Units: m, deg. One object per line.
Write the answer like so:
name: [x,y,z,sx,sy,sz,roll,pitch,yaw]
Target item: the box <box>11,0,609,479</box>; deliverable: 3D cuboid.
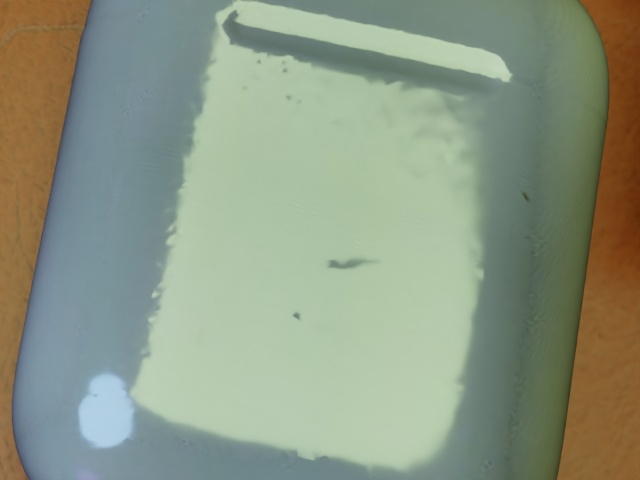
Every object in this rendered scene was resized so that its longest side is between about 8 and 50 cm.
box: [0.000,0.000,0.901,0.288,0.141,0.349,10,77,-5]
